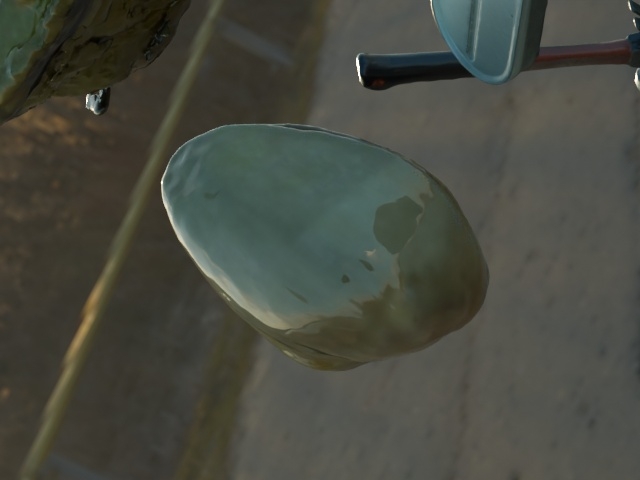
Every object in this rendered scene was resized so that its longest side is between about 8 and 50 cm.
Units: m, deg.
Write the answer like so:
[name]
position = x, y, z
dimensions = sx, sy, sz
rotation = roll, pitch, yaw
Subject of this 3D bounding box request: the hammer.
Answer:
[hammer]
position = 0.176, -0.161, 1.659
dimensions = 0.111, 0.288, 0.033
rotation = 91, 173, -59

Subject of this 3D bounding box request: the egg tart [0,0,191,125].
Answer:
[egg tart]
position = -0.108, -0.140, 0.793
dimensions = 0.241, 0.106, 0.241
rotation = -40, 40, 45

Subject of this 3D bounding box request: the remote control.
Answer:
[remote control]
position = 0.131, -0.214, 1.389
dimensions = 0.052, 0.104, 0.247
rotation = -31, -27, -20

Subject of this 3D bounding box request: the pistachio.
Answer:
[pistachio]
position = 0.000, 0.000, 1.653
dimensions = 0.193, 0.318, 0.214
rotation = -20, -45, -61
